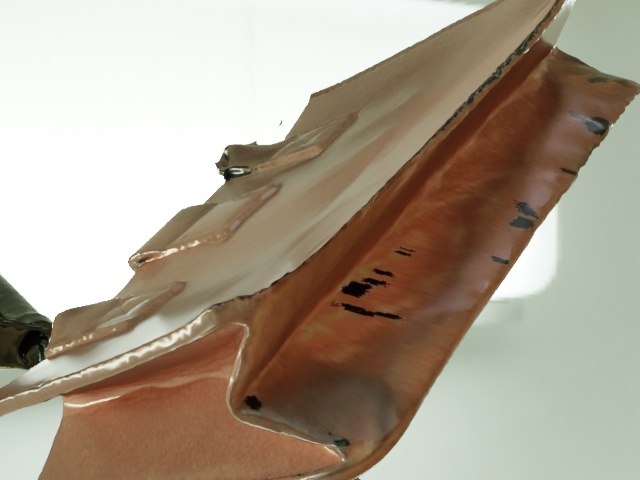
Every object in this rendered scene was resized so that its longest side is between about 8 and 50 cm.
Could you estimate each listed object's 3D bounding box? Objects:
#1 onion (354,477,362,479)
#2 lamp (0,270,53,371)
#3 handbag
[{"bbox_3d":[0.102,0.188,0.706,0.283,0.227,0.120,17,-96,-1],"label":"onion"},{"bbox_3d":[-0.339,-0.067,0.983,0.374,0.205,0.272,3,-73,-31],"label":"lamp"},{"bbox_3d":[0.000,0.000,0.515,0.059,0.157,0.212,56,-135,-14],"label":"handbag"}]
